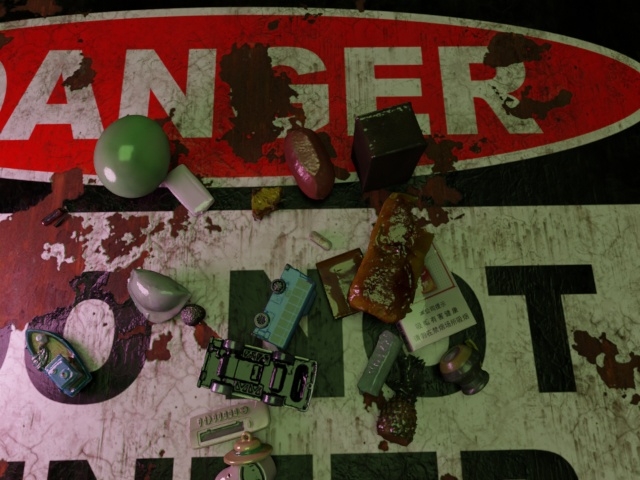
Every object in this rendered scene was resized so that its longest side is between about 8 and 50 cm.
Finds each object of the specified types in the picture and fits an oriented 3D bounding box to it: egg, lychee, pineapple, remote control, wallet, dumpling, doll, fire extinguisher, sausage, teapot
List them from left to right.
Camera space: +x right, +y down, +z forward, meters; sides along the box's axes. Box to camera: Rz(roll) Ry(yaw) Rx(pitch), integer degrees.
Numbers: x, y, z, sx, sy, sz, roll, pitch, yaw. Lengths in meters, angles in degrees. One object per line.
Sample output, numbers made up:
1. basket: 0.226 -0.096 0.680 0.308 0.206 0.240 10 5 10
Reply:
1. fire extinguisher: -0.852 -0.076 1.458 0.100 0.032 0.046 -37 67 -4
2. egg: -0.589 -0.266 1.417 0.220 0.220 0.270 5 71 1
3. dumpling: -0.490 0.167 1.366 0.216 0.149 0.105 15 43 13
4. wallet: -0.436 -0.165 1.488 0.095 0.033 0.190 -40 78 -9
5. lychee: -0.385 0.226 1.363 0.083 0.068 0.067 34 35 12
6. remote control: -0.258 0.522 1.282 0.230 0.049 0.090 -14 64 -5
7. doll: -0.158 0.674 1.211 0.271 0.144 0.208 37 98 13
8. pineapple: -0.183 -0.133 1.472 0.137 0.069 0.116 -41 73 -20
9. sausage: -0.038 -0.261 1.468 0.148 0.148 0.255 -26 73 -8
10. wallet: 0.084 0.136 1.406 0.160 0.042 0.196 -18 73 -10
11. pineapple: 0.243 0.450 1.291 0.125 0.125 0.252 19 65 5
12. teapot: 0.425 0.364 1.310 0.119 0.130 0.165 50 47 -3

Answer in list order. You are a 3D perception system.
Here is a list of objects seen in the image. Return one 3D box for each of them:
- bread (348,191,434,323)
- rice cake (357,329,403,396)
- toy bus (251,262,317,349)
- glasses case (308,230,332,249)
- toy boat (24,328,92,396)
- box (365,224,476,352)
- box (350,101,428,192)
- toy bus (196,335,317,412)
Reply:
1. bread: 0.220 0.045 1.303 0.185 0.109 0.381 20 73 6
2. rice cake: 0.174 0.363 1.319 0.063 0.069 0.207 16 69 42
3. toy bus: -0.103 0.200 1.346 0.133 0.116 0.234 25 77 6
4. glasses case: 0.000 0.000 1.450 0.083 0.021 0.032 35 78 9
5. toy boat: -0.776 0.345 1.306 0.238 0.098 0.109 42 75 11
6. box: 0.297 0.146 1.377 0.210 0.095 0.331 -21 74 -7
7. box: 0.206 -0.281 1.402 0.184 0.273 0.143 -17 74 -5
8. toy bus: -0.166 0.376 1.260 0.305 0.179 0.143 12 72 3
